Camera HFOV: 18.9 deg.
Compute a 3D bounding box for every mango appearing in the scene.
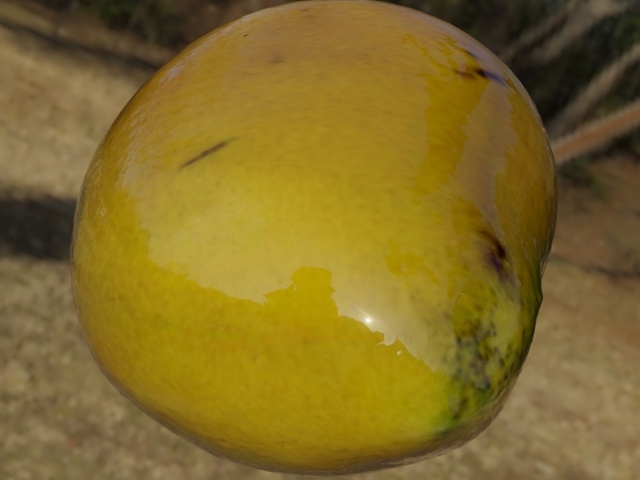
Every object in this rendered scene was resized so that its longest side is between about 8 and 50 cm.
[{"bbox_3d":[0.000,0.000,0.811,0.211,0.173,0.317,-7,20,1],"label":"mango"}]
